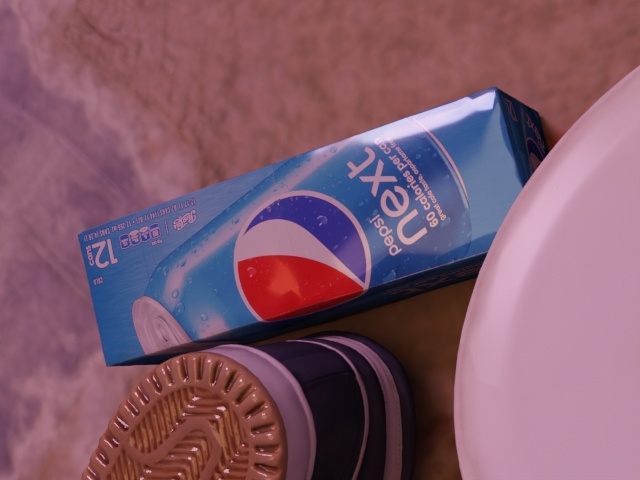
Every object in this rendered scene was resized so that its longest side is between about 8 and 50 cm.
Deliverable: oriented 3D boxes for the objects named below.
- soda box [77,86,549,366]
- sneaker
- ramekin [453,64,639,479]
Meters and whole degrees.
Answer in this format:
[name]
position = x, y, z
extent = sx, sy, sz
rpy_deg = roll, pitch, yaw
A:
[soda box]
position = 0.000, 0.000, 0.595
extent = 0.210, 0.071, 0.067
rpy_deg = -18, 79, 22
[sneaker]
position = -0.064, 0.148, 0.585
extent = 0.099, 0.153, 0.282
rpy_deg = 46, 116, 18
[ramekin]
position = 0.161, 0.043, 0.422
extent = 0.273, 0.127, 0.273
rpy_deg = -34, 41, 35
